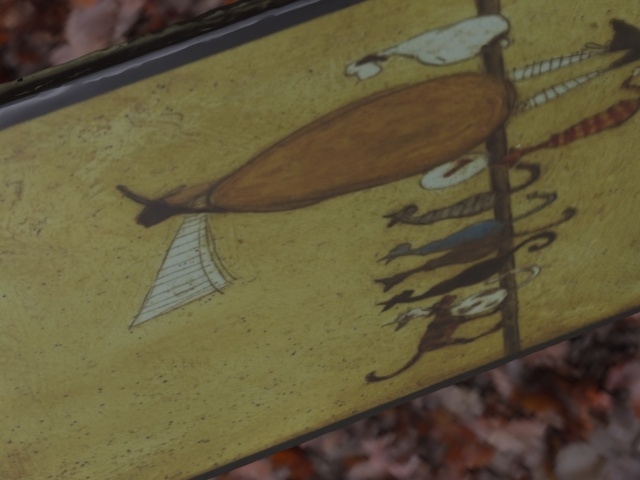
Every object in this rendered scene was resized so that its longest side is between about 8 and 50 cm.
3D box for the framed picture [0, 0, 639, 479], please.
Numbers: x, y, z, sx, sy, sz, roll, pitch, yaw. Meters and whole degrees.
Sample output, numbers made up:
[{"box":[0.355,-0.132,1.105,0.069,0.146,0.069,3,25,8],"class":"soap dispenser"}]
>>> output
[{"box":[0.000,0.000,0.645,0.255,0.338,0.014,79,169,-52],"class":"framed picture"}]
